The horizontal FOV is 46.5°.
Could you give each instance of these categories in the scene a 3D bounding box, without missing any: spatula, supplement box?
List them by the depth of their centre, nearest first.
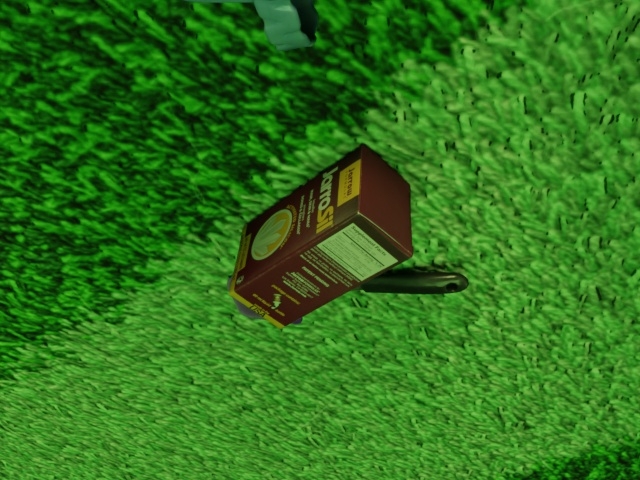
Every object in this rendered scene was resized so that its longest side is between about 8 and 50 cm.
[{"bbox_3d":[0.000,0.000,0.776,0.188,0.104,0.080,-32,125,33],"label":"supplement box"},{"bbox_3d":[0.027,0.060,0.891,0.296,0.030,0.084,-8,133,14],"label":"spatula"}]

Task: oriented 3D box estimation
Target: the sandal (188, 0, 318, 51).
[{"bbox_3d":[-0.088,-0.229,0.535,0.317,0.126,0.138,21,139,-14],"label":"sandal"}]
